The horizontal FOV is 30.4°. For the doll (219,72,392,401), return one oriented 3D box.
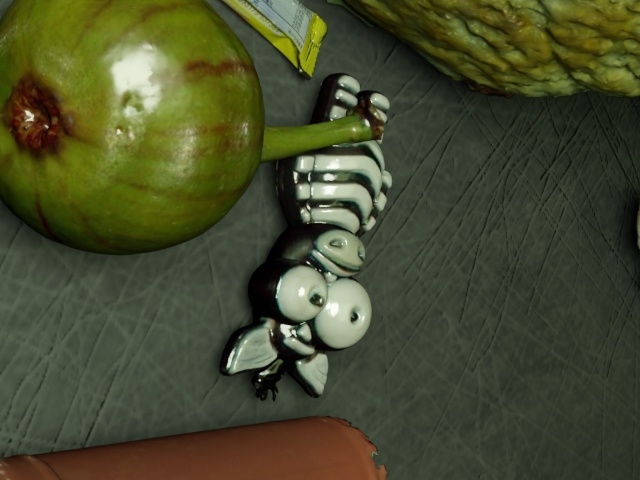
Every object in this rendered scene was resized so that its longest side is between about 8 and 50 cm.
[{"bbox_3d":[0.000,0.000,0.764,0.091,0.067,0.219,25,77,-43],"label":"doll"}]

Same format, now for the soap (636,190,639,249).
[{"bbox_3d":[0.443,-0.025,1.106,0.338,0.169,0.304,-51,133,-29],"label":"soap"}]

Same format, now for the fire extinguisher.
[{"bbox_3d":[-0.098,0.163,0.625,0.337,0.147,0.106,-1,91,-44],"label":"fire extinguisher"}]

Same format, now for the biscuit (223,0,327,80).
[{"bbox_3d":[-0.091,-0.193,0.699,0.292,0.026,0.048,36,64,-38],"label":"biscuit"}]

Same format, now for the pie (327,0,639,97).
[{"bbox_3d":[0.152,-0.202,0.659,0.395,0.418,0.180,27,79,-38],"label":"pie"}]

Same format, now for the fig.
[{"bbox_3d":[-0.074,-0.072,0.661,0.259,0.151,0.151,-8,98,-59],"label":"fig"}]
